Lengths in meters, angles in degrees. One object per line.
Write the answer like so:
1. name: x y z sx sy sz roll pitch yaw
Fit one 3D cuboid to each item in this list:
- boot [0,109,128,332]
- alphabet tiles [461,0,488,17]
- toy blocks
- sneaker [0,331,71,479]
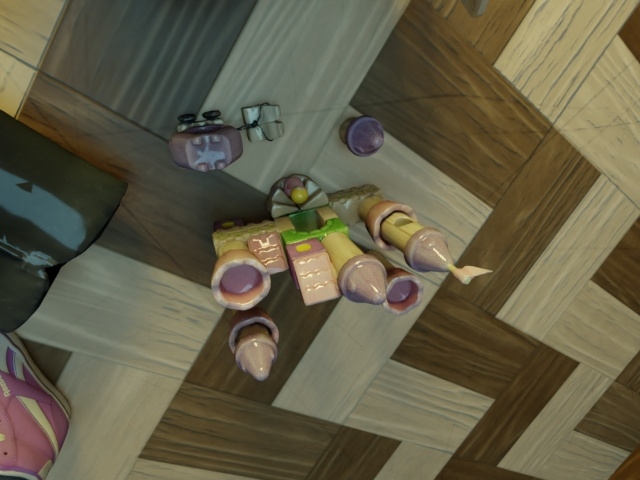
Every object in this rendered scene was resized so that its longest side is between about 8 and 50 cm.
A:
1. boot: -0.377 -0.157 0.357 0.367 0.146 0.445 -43 116 11
2. alphabet tiles: 0.137 -0.370 0.362 0.021 0.284 0.278 -16 156 -2
3. toy blocks: 0.000 0.000 0.488 0.288 0.260 0.309 -14 116 -12
4. sneaker: -0.419 0.197 0.488 0.102 0.161 0.282 -30 117 -3
